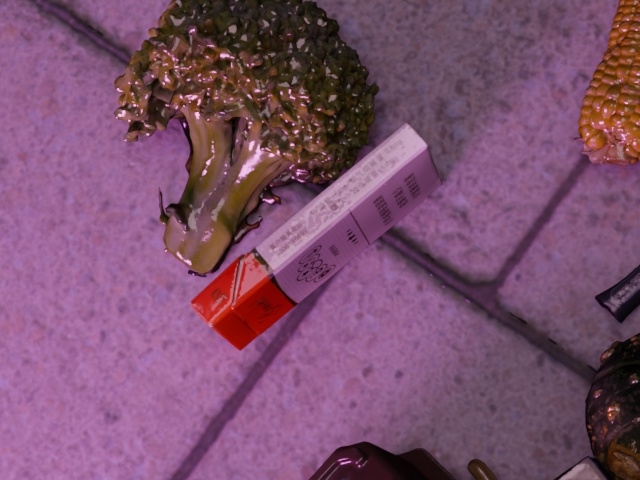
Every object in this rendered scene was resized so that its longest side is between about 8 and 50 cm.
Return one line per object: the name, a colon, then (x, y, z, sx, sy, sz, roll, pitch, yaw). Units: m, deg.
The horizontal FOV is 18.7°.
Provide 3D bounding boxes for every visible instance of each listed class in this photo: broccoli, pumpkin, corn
broccoli: (-0.084, -0.114, 1.738, 0.242, 0.180, 0.273, 25, 82, 14)
pumpkin: (0.310, 0.158, 1.613, 0.190, 0.146, 0.190, 0, 46, 0)
corn: (0.308, -0.201, 1.739, 0.101, 0.101, 0.292, 16, 75, 13)

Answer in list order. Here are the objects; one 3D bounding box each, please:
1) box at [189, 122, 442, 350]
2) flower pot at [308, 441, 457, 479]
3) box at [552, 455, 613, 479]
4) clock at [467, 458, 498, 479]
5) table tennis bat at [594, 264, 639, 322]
box: (0.000, 0.000, 1.719, 0.245, 0.139, 0.035, -39, 75, 0)
flower pot: (0.010, 0.274, 1.630, 0.251, 0.084, 0.179, -47, 37, -2)
box: (0.146, 0.335, 1.521, 0.310, 0.084, 0.198, -36, 83, -4)
clock: (0.186, 0.331, 1.626, 0.235, 0.096, 0.308, -4, 75, 10)
table tennis bat: (0.344, -0.010, 1.720, 0.236, 0.027, 0.150, -38, 73, -3)
